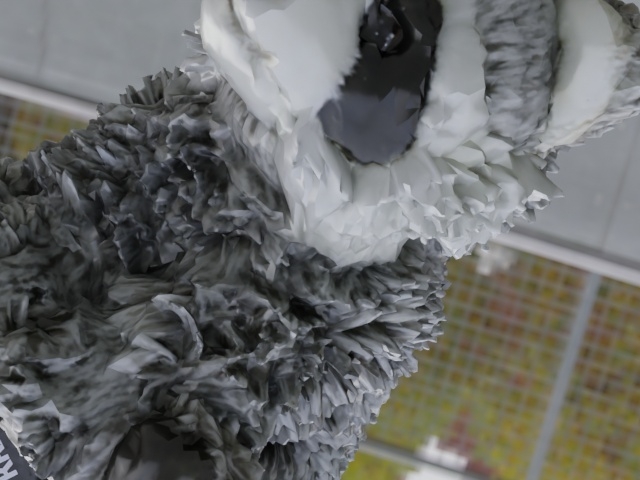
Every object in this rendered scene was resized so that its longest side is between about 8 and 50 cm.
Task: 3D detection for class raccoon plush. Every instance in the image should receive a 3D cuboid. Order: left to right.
[{"bbox_3d":[0.000,0.000,0.860,0.216,0.299,0.446,52,176,14],"label":"raccoon plush"}]

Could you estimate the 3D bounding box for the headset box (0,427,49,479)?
[{"bbox_3d":[-0.324,0.115,1.165,0.283,0.246,0.131,-26,180,6],"label":"headset box"}]
